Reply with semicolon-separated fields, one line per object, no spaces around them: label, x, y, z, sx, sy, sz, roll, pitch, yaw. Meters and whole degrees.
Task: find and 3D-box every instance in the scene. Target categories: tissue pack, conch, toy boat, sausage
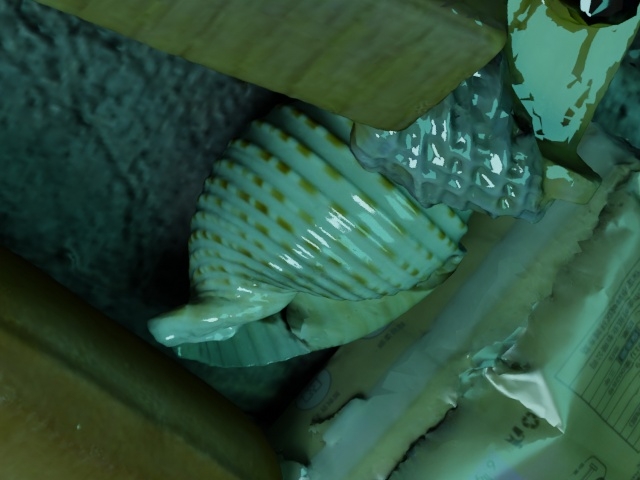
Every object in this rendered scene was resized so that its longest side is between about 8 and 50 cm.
tissue pack;0.118;0.085;0.717;0.256;0.123;0.215;-48;132;2
conch;0.001;-0.006;0.606;0.153;0.102;0.135;-20;147;20
toy boat;-0.068;-0.116;0.424;0.446;0.162;0.136;19;109;-24
sausage;-0.121;0.072;0.576;0.105;0.105;0.274;-49;130;2
